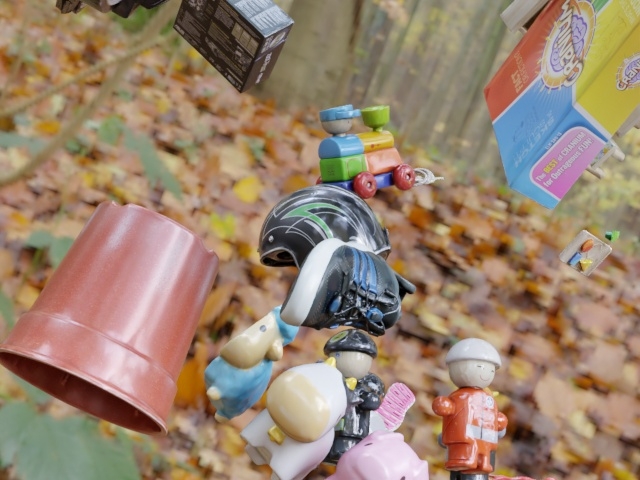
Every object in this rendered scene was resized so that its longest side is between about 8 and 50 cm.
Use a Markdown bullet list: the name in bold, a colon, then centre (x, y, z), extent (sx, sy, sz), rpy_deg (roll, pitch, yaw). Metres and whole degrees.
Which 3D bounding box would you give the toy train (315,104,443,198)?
- **toy train**: centre (0.097, -0.148, 2.004), extent (0.248, 0.143, 0.105), rpy_deg (-14, 9, -42)

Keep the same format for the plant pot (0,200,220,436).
- **plant pot**: centre (-0.288, 0.103, 1.842), extent (0.272, 0.265, 0.272), rpy_deg (21, -20, 8)

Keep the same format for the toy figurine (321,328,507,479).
- **toy figurine**: centre (0.102, 0.192, 1.423), extent (0.213, 0.148, 0.209), rpy_deg (1, -21, 11)

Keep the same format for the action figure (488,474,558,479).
- **action figure**: centre (0.340, 0.460, 2.087), extent (0.139, 0.091, 0.280), rpy_deg (0, 16, 6)

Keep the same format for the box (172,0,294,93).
- **box**: centre (-0.151, -0.370, 2.192), extent (0.180, 0.147, 0.077), rpy_deg (44, 51, 13)

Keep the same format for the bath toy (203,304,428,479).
- **bath toy**: centre (0.038, 0.225, 1.244), extent (0.348, 0.129, 0.151), rpy_deg (47, -18, 16)

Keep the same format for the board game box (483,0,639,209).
- **board game box**: centre (0.315, -0.224, 1.465), extent (0.064, 0.316, 0.242), rpy_deg (26, 29, -17)

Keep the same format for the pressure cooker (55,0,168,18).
- **pressure cooker**: centre (-0.296, -0.489, 1.597), extent (0.420, 0.375, 0.370), rpy_deg (31, -3, -2)

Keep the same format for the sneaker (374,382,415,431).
- **sneaker**: centre (0.103, 0.304, 2.162), extent (0.063, 0.075, 0.170), rpy_deg (37, 28, 10)

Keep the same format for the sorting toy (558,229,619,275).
- **sorting toy**: centre (0.389, 0.011, 1.835), extent (0.062, 0.083, 0.012), rpy_deg (30, 21, -29)

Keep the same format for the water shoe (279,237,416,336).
- **water shoe**: centre (0.032, 0.042, 1.085), extent (0.080, 0.073, 0.203), rpy_deg (29, 15, 12)

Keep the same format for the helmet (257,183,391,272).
- **helmet**: centre (0.000, 0.000, 1.823), extent (0.161, 0.169, 0.169), rpy_deg (47, 13, 14)

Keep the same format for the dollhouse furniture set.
- **dollhouse furniture set**: centre (0.388, -0.257, 1.834), extent (0.161, 0.212, 0.242), rpy_deg (26, 29, -41)
